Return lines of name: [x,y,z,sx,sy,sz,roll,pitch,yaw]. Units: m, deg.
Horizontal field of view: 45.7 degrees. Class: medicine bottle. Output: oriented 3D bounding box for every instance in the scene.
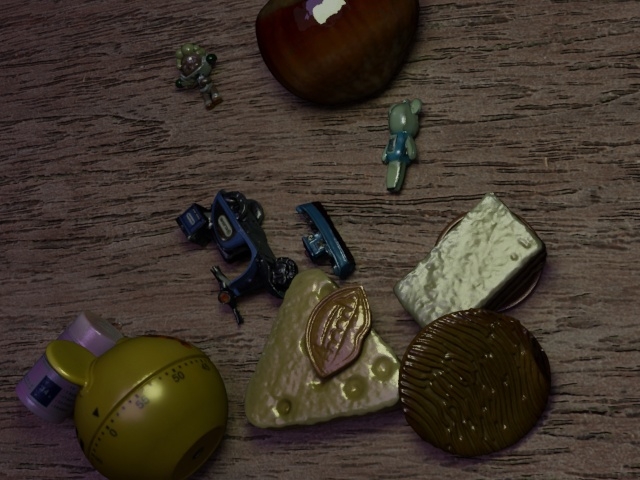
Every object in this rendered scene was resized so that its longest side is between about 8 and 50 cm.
medicine bottle: [-0.622,0.315,1.908,0.152,0.152,0.254,40,89,26]

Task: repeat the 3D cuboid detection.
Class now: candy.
candy: [0.326,0.073,1.650,0.321,0.135,0.179,-46,64,3]

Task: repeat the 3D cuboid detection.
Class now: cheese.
cheese: [0.039,0.281,1.715,0.384,0.104,0.384,-7,69,18]

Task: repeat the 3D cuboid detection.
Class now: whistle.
whistle: [0.197,-0.232,1.854,0.114,0.077,0.236,-3,75,48]

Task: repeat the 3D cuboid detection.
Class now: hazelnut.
hazelnut: [0.046,-0.529,1.877,0.409,0.359,0.359,-27,65,4]

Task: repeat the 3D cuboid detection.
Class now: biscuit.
biscuit: [0.037,0.194,1.671,0.142,0.029,0.221,22,80,25]
biscuit: [0.315,0.295,1.561,0.317,0.040,0.318,0,99,0]

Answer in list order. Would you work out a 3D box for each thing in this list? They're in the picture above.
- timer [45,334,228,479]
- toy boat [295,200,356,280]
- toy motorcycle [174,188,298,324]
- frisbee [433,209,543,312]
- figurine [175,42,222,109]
timer: [-0.405,0.357,1.713,0.387,0.376,0.376,40,88,21]
toy boat: [0.000,0.000,1.828,0.097,0.100,0.223,-27,63,-7]
toy motorcycle: [-0.203,0.030,1.883,0.212,0.125,0.358,-41,62,11]
frisbee: [0.377,0.044,1.724,0.250,0.021,0.251,-6,71,17]
figurine: [-0.339,-0.460,2.106,0.147,0.093,0.197,-33,65,19]
